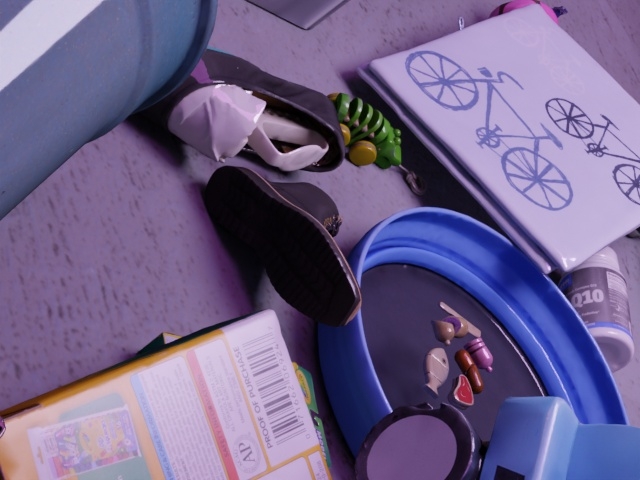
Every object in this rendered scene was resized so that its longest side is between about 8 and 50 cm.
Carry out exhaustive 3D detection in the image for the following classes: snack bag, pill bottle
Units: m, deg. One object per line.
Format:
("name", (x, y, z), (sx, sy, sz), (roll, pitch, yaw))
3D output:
("snack bag", (0.247, -0.126, 2.124), (0.323, 0.037, 0.342), (47, 42, 16))
("pill bottle", (0.303, 0.074, 2.110), (0.078, 0.078, 0.137), (31, 40, -30))

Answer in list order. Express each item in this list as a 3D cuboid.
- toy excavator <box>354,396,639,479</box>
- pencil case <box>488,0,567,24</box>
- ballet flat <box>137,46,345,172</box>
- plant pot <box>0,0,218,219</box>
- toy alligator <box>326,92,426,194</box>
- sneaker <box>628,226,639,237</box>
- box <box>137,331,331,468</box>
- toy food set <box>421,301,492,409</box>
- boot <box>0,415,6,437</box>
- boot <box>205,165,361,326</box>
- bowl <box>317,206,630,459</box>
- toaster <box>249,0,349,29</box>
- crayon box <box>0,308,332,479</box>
("toy excavator", (0.265, 0.226, 1.512), (0.222, 0.445, 0.433), (56, 43, -44))
("pencil case", (0.253, -0.194, 2.276), (0.098, 0.095, 0.209), (42, 37, -36))
("ballet flat", (-0.073, -0.120, 1.808), (0.280, 0.095, 0.096), (10, 41, -45))
("plant pot", (-0.297, -0.145, 1.399), (0.341, 0.341, 0.334), (45, 43, -12))
("toy alligator", (0.058, -0.110, 2.001), (0.189, 0.051, 0.056), (31, 41, -29))
("sneaker", (0.384, -0.096, 2.264), (0.222, 0.118, 0.083), (46, 38, -43))
("box", (-0.070, 0.146, 1.639), (0.179, 0.043, 0.105), (15, 50, -39))
("toy food set", (0.133, 0.111, 1.793), (0.078, 0.019, 0.122), (37, 38, -23))
("boot", (-0.261, 0.167, 1.247), (0.090, 0.207, 0.248), (53, 34, -1))
("boot", (0.000, 0.000, 1.787), (0.137, 0.077, 0.198), (3, 41, -54))
("bowl", (0.155, 0.152, 1.869), (0.391, 0.077, 0.391), (30, 41, -30))
("toaster", (-0.030, -0.336, 2.041), (0.185, 0.110, 0.168), (22, 46, -37))
("crayon box", (-0.128, 0.193, 1.444), (0.323, 0.083, 0.203), (-20, 91, -51))
